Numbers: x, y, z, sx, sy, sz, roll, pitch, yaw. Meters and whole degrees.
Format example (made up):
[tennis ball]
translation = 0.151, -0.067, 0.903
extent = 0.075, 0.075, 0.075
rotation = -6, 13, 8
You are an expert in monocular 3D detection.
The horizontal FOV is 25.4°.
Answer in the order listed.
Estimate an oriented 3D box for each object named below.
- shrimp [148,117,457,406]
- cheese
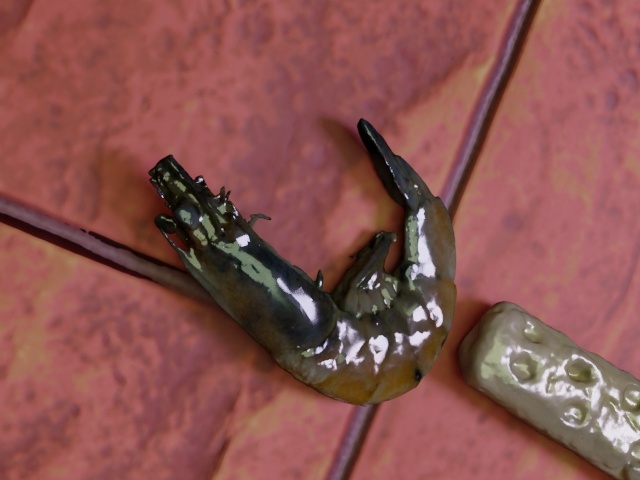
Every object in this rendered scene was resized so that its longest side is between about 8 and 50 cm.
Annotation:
[shrimp]
translation = 0.000, 0.000, 0.850
extent = 0.217, 0.051, 0.150
rotation = 41, 77, -22
[cheese]
translation = 0.173, 0.107, 0.906
extent = 0.194, 0.043, 0.065
rotation = 34, 83, -15
